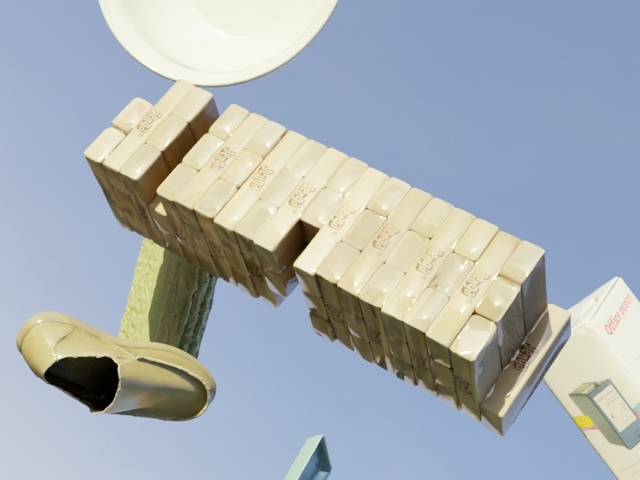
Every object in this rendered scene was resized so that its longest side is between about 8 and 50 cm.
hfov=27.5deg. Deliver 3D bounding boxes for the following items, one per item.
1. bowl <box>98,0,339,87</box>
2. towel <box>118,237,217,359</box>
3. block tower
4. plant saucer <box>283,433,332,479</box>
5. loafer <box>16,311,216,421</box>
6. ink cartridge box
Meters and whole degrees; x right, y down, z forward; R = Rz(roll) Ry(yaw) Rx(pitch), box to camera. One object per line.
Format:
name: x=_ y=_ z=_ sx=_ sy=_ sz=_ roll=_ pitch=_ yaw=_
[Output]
bowl: x=-0.098 y=-0.309 z=1.506 sx=0.298 sy=0.298 sz=0.134 roll=38 pitch=4 yaw=14
towel: x=-0.119 y=0.053 z=1.022 sx=0.110 sy=0.027 sz=0.148 roll=22 pitch=-80 yaw=54
block tower: x=0.000 y=0.000 z=0.875 sx=0.335 sy=0.091 sz=0.097 roll=27 pitch=-24 yaw=26
plant saucer: x=-0.042 y=0.272 z=1.230 sx=0.018 sy=0.192 sz=0.067 roll=16 pitch=-37 yaw=22
loafer: x=-0.137 y=0.096 z=0.886 sx=0.148 sy=0.050 sz=0.056 roll=20 pitch=-62 yaw=-27
ink cartridge box: x=0.340 y=0.164 z=1.423 sx=0.093 sy=0.154 sz=0.212 roll=-36 pitch=-90 yaw=30
